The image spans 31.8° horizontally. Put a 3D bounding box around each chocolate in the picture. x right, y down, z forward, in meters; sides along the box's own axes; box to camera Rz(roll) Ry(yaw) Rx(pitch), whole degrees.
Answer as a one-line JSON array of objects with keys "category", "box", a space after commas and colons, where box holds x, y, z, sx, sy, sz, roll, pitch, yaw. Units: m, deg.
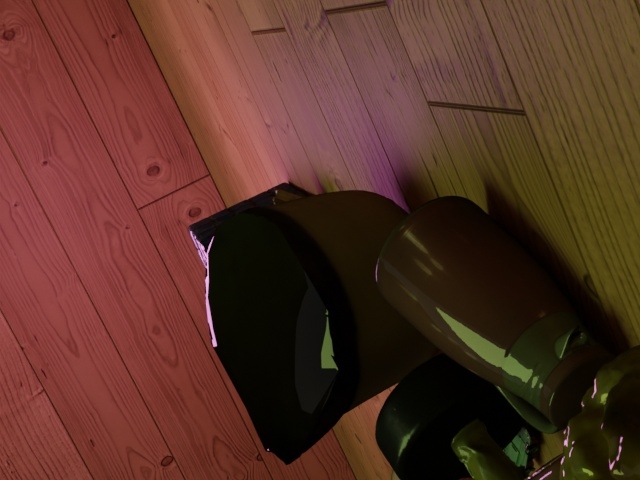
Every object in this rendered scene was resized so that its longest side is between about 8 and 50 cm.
[{"category": "chocolate", "box": [0.032, 0.087, 1.556, 0.326, 0.297, 0.314, 61, 147, 32]}]

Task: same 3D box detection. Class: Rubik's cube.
[{"category": "Rubik's cube", "box": [-0.098, 0.045, 2.225, 0.238, 0.237, 0.237, 67, 171, -18]}]

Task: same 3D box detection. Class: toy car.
[{"category": "toy car", "box": [0.271, 0.273, 1.519, 0.059, 0.035, 0.122, 56, 159, 33]}]

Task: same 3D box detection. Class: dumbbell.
[{"category": "dumbbell", "box": [0.223, 0.302, 1.350, 0.322, 0.204, 0.203, 55, 167, 38]}]

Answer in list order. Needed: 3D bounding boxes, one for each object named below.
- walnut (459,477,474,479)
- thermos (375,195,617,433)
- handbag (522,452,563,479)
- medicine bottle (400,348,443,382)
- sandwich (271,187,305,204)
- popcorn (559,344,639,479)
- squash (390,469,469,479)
[{"category": "walnut", "box": [0.243, 0.475, 1.843, 0.165, 0.165, 0.197, 55, 159, 37]}, {"category": "thermos", "box": [0.190, 0.090, 1.157, 0.265, 0.146, 0.176, 46, 155, 42]}, {"category": "handbag", "box": [0.290, 0.339, 1.065, 0.301, 0.149, 0.283, 59, 144, 11]}, {"category": "medicine bottle", "box": [0.183, 0.248, 1.726, 0.191, 0.096, 0.096, 65, 170, -15]}, {"category": "sandwich", "box": [0.000, 0.000, 2.056, 0.244, 0.088, 0.090, 63, 180, -21]}, {"category": "popcorn", "box": [0.277, 0.159, 0.743, 0.251, 0.206, 0.236, 94, 164, -50]}, {"category": "squash", "box": [0.182, 0.466, 2.034, 0.189, 0.189, 0.260, 51, 168, 49]}]
